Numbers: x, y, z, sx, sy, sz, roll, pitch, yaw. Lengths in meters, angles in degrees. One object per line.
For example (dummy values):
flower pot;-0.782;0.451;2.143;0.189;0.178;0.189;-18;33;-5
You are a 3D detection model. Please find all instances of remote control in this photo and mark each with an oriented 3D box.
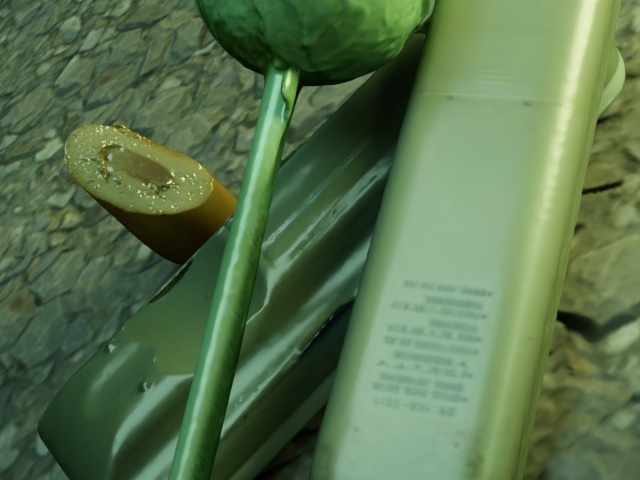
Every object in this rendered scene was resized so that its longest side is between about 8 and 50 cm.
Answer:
remote control;0.065;-0.013;0.581;0.090;0.038;0.309;6;66;22
remote control;0.000;0.000;0.663;0.335;0.065;0.128;-46;39;-7

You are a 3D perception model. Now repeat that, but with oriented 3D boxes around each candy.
candy;-0.035;0.013;0.574;0.119;0.119;0.439;1;71;42

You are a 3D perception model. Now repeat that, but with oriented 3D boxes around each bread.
bread;-0.088;-0.024;0.736;0.062;0.103;0.049;8;65;38
